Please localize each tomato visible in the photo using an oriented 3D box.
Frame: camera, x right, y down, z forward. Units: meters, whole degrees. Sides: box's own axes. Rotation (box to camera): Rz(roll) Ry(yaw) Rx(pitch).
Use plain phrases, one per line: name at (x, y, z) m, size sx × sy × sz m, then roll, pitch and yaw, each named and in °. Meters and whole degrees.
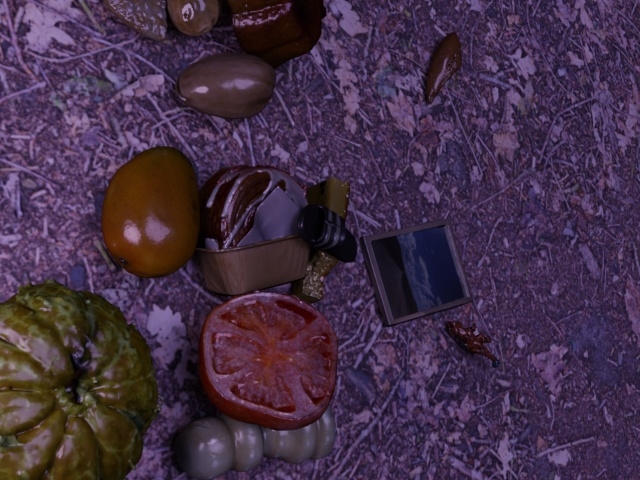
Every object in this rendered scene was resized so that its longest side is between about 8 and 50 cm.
tomato at (-0.081, 0.195, 1.230) m, size 0.237 × 0.095 × 0.236 m, roll 9°, pitch 48°, yaw -10°

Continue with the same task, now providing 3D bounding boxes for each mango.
mango at (-0.261, -0.049, 1.227) m, size 0.152 × 0.120 × 0.221 m, roll 12°, pitch 65°, yaw -34°

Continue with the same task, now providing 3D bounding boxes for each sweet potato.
sweet potato at (0.276, -0.389, 1.771) m, size 0.068 × 0.060 × 0.205 m, roll 23°, pitch 71°, yaw 10°

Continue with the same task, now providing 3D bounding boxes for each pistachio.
pistachio at (-0.158, -0.268, 1.370) m, size 0.186 × 0.108 × 0.126 m, roll -16°, pitch 83°, yaw -30°

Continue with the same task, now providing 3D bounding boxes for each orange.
orange at (-0.358, 0.196, 1.026) m, size 0.300 × 0.223 × 0.301 m, roll 44°, pitch 52°, yaw -35°

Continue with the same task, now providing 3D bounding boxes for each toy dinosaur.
toy dinosaur at (0.321, 0.215, 1.654) m, size 0.154 × 0.055 × 0.049 m, roll 42°, pitch 54°, yaw -13°

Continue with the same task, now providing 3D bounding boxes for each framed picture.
framed picture at (0.199, 0.062, 1.623) m, size 0.260 × 0.023 × 0.188 m, roll -11°, pitch 83°, yaw -39°

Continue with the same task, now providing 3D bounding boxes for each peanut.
peanut at (-0.219, -0.462, 1.377) m, size 0.098 × 0.103 × 0.229 m, roll -4°, pitch 80°, yaw 0°

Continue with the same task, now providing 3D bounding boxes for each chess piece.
chess piece at (-0.110, 0.308, 1.256) m, size 0.243 × 0.133 × 0.133 m, roll -6°, pitch 83°, yaw -34°

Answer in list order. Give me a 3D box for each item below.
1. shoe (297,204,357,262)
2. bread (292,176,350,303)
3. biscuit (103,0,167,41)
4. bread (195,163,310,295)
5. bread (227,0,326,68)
shoe at (0.028, -0.012, 1.351) m, size 0.179 × 0.049 × 0.071 m, roll 34°, pitch 57°, yaw -50°
bread at (0.000, 0.000, 1.439) m, size 0.049 × 0.088 × 0.226 m, roll 23°, pitch 64°, yaw -34°
biscuit at (-0.334, -0.474, 1.326) m, size 0.141 × 0.038 × 0.289 m, roll 0°, pitch 77°, yaw -37°
bread at (-0.116, -0.022, 1.329) m, size 0.224 × 0.142 × 0.211 m, roll -13°, pitch 100°, yaw -43°
bread at (-0.086, -0.448, 1.418) m, size 0.247 × 0.135 × 0.232 m, roll 38°, pitch 51°, yaw -61°
